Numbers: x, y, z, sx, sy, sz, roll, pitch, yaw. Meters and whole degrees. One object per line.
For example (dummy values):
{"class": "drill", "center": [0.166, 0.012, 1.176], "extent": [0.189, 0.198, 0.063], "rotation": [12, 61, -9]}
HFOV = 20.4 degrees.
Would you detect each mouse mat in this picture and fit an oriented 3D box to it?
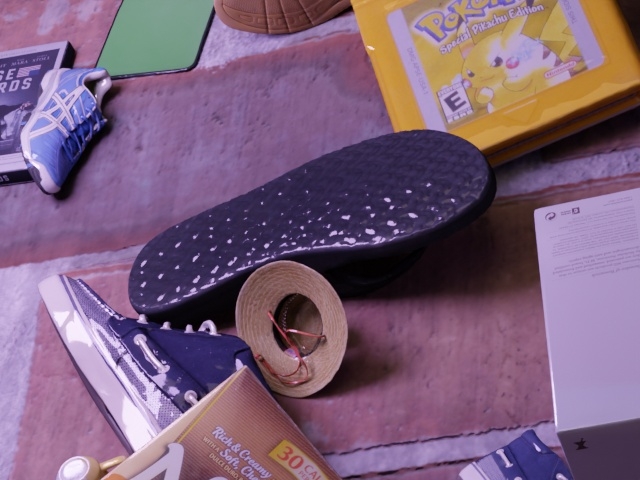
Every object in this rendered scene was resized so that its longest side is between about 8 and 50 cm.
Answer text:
{"class": "mouse mat", "center": [-0.212, -0.282, 2.344], "extent": [0.152, 0.007, 0.190], "rotation": [-3, 46, 21]}

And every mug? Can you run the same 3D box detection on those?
{"class": "mug", "center": [-0.233, 0.246, 1.807], "extent": [0.062, 0.064, 0.078], "rotation": [20, 59, 38]}

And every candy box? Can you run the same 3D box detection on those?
{"class": "candy box", "center": [-0.134, 0.288, 1.651], "extent": [0.316, 0.087, 0.183], "rotation": [-38, 78, -12]}

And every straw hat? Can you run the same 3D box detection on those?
{"class": "straw hat", "center": [-0.017, 0.086, 1.851], "extent": [0.144, 0.144, 0.061], "rotation": [7, 14, 30]}

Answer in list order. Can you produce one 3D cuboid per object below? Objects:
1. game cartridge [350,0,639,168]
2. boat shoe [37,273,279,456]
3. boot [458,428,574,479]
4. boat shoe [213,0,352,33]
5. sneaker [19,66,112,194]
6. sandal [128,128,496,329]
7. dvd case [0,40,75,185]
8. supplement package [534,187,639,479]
{"class": "game cartridge", "center": [0.192, -0.240, 2.013], "extent": [0.285, 0.053, 0.324], "rotation": [-23, 60, 10]}
{"class": "boat shoe", "center": [-0.164, 0.129, 1.859], "extent": [0.158, 0.127, 0.340], "rotation": [-30, 52, -12]}
{"class": "boot", "center": [0.204, 0.245, 1.604], "extent": [0.086, 0.069, 0.190], "rotation": [-34, 42, -5]}
{"class": "boat shoe", "center": [-0.002, -0.339, 2.243], "extent": [0.277, 0.098, 0.096], "rotation": [-14, 43, -2]}
{"class": "sneaker", "center": [-0.315, -0.145, 2.206], "extent": [0.081, 0.080, 0.211], "rotation": [-11, 46, 19]}
{"class": "sandal", "center": [-0.001, -0.001, 1.927], "extent": [0.445, 0.107, 0.168], "rotation": [-18, 44, 26]}
{"class": "dvd case", "center": [-0.426, -0.159, 2.307], "extent": [0.179, 0.029, 0.239], "rotation": [-7, 47, 17]}
{"class": "supplement package", "center": [0.316, 0.109, 1.591], "extent": [0.199, 0.198, 0.263], "rotation": [-12, 45, 13]}
